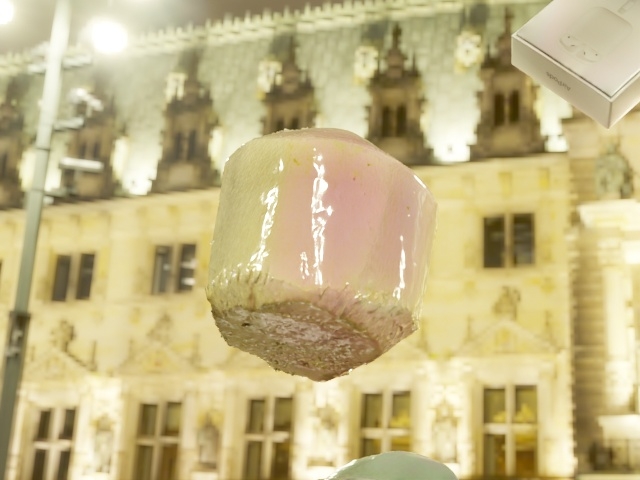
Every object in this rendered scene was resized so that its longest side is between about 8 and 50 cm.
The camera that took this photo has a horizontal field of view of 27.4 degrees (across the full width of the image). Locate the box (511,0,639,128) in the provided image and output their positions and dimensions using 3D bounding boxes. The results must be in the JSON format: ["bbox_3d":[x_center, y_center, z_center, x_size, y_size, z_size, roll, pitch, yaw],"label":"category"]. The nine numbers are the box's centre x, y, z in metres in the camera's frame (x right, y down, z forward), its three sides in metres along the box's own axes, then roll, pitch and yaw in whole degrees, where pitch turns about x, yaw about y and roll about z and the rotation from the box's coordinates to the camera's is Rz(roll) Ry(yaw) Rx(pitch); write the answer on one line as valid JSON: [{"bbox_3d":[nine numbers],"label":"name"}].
[{"bbox_3d":[0.283,-0.198,1.321,0.130,0.129,0.051,40,-18,28],"label":"box"}]

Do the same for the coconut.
[{"bbox_3d":[0.000,0.000,1.315,0.233,0.245,0.233,8,-31,5],"label":"coconut"}]

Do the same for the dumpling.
[{"bbox_3d":[0.058,0.297,1.470,0.217,0.104,0.149,-16,0,33],"label":"dumpling"}]
